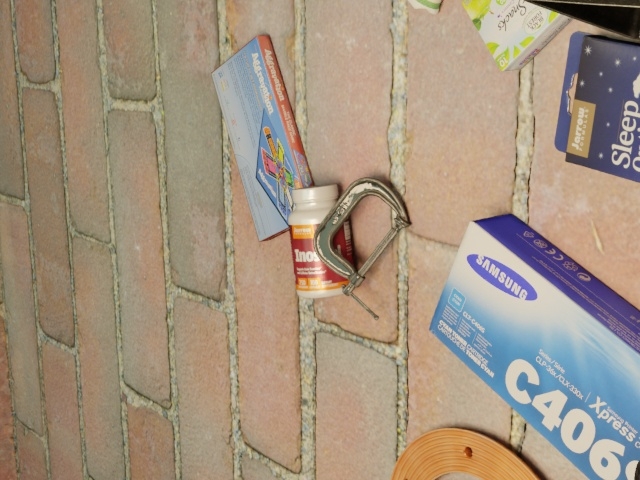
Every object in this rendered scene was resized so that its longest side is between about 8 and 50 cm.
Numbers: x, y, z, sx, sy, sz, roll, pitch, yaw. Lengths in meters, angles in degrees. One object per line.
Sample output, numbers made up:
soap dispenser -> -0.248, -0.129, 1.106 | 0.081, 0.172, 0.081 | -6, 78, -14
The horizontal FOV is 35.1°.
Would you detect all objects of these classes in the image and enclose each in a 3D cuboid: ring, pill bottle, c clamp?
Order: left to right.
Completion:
pill bottle -> 0.000, 0.000, 1.416 | 0.086, 0.086, 0.152 | 0, 99, 51
c clamp -> 0.063, 0.003, 1.348 | 0.137, 0.022, 0.161 | 35, 108, 12
ring -> 0.209, 0.403, 1.301 | 0.336, 0.032, 0.337 | 15, 110, 48

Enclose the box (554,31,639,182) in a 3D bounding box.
box -> 0.325, -0.128, 1.021 | 0.225, 0.036, 0.137 | 25, 118, 47

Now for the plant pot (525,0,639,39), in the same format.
plant pot -> 0.320, -0.268, 0.885 | 0.187, 0.188, 0.167 | 19, 102, 48

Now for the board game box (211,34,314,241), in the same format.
board game box -> -0.085, -0.151, 1.533 | 0.145, 0.027, 0.281 | -25, 80, 53

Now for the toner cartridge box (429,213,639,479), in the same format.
toner cartridge box -> 0.278, 0.132, 1.112 | 0.348, 0.075, 0.165 | 43, 128, 37

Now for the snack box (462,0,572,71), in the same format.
snack box -> 0.228, -0.267, 1.104 | 0.141, 0.037, 0.100 | -46, 65, 46

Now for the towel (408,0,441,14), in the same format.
towel -> 0.126, -0.464, 1.188 | 0.248, 0.038, 0.325 | 50, 132, 30

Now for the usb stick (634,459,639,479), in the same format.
usb stick -> 0.302, 0.221, 0.852 | 0.045, 0.278, 0.077 | -7, 79, 9
